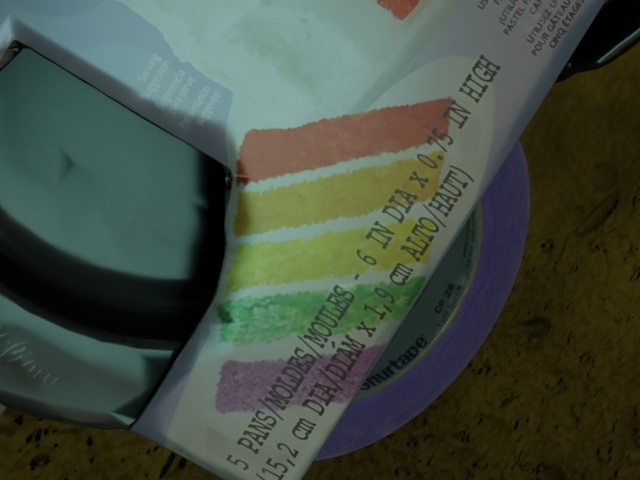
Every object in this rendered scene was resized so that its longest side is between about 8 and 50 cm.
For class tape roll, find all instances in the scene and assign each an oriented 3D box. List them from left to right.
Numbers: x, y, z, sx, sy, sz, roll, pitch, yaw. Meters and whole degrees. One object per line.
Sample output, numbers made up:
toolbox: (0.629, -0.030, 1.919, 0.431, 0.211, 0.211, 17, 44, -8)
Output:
tape roll: (0.000, 0.000, 0.691, 0.189, 0.080, 0.189, -21, 128, -29)

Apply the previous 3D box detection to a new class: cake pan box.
cake pan box: (-0.055, -0.066, 0.546, 0.246, 0.070, 0.267, 33, 93, -17)

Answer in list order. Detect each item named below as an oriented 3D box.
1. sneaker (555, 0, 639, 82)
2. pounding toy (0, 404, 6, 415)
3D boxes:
sneaker: (0.134, -0.168, 0.670, 0.079, 0.121, 0.217, 14, 106, -45)
pounding toy: (-0.247, 0.089, 0.528, 0.206, 0.094, 0.181, -53, 136, -2)
